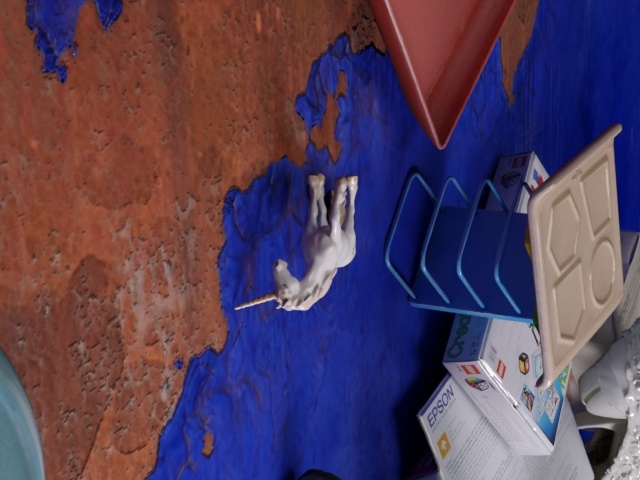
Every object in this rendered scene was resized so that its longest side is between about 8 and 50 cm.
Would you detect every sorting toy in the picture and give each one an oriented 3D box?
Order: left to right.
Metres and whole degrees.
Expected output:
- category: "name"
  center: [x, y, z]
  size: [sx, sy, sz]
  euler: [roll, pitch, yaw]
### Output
- category: "sorting toy"
  center: [0.239, 0.011, 1.124]
  size: [0.193, 0.038, 0.208]
  euler: [-34, 126, -49]

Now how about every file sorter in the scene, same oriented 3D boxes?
- category: "file sorter"
  center: [0.166, 0.004, 1.191]
  size: [0.104, 0.170, 0.118]
  euler: [48, 55, -52]

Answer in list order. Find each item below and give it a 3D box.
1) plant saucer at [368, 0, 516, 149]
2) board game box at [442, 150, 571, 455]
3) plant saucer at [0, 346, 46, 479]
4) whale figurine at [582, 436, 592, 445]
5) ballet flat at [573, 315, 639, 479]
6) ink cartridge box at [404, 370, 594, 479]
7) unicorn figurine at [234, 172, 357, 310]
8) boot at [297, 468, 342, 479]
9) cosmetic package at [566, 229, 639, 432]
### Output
- category: "plant saucer"
  center: [0.121, -0.261, 1.130]
  size: [0.259, 0.047, 0.258]
  euler: [-64, 152, -21]
- category: "board game box"
  center: [0.241, 0.071, 1.392]
  size: [0.193, 0.053, 0.305]
  euler: [51, 45, -36]
- category: "plant saucer"
  center: [-0.243, 0.175, 0.608]
  size: [0.317, 0.043, 0.318]
  euler: [-24, 119, -57]
- category: "whale figurine"
  center: [0.444, 0.447, 1.854]
  size: [0.216, 0.141, 0.272]
  euler: [-22, 118, -59]
- category: "ballet flat"
  center: [0.397, 0.230, 1.549]
  size: [0.409, 0.147, 0.147]
  euler: [86, 28, -45]
- category: "ink cartridge box"
  center: [0.210, 0.252, 1.417]
  size: [0.324, 0.071, 0.330]
  euler: [-45, 118, -49]
- category: "unicorn figurine"
  center: [0.000, 0.000, 0.994]
  size: [0.162, 0.060, 0.111]
  euler: [-5, 101, -61]
- category: "boot"
  center: [-0.024, 0.337, 1.023]
  size: [0.161, 0.083, 0.247]
  euler: [-19, 113, -53]
- category: "cosmetic package"
  center: [0.387, 0.131, 1.679]
  size: [0.153, 0.129, 0.296]
  euler: [-59, 145, -34]
